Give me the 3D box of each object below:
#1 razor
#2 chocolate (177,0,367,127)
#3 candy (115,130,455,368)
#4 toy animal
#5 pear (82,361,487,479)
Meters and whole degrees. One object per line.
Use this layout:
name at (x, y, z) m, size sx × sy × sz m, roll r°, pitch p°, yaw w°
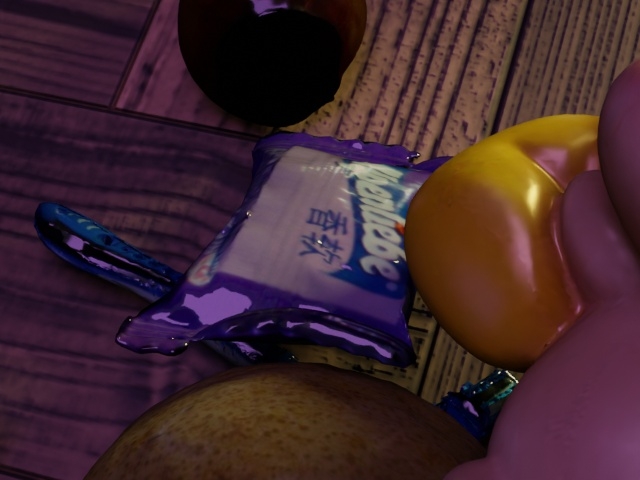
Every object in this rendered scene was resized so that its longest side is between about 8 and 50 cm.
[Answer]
razor at (-0.041, 0.053, 0.788) m, size 0.324 × 0.093 × 0.056 m, roll 21°, pitch 103°, yaw 21°
chocolate at (-0.035, -0.153, 0.876) m, size 0.124 × 0.127 × 0.133 m, roll -2°, pitch 42°, yaw -26°
candy at (0.000, 0.000, 0.746) m, size 0.145 × 0.070 × 0.275 m, roll 9°, pitch 27°, yaw 10°
toy animal at (0.177, 0.004, 0.571) m, size 0.277 × 0.247 × 0.345 m, roll 31°, pitch 44°, yaw 10°
pear at (-0.009, 0.169, 0.639) m, size 0.211 × 0.188 × 0.229 m, roll -10°, pitch 67°, yaw 16°
